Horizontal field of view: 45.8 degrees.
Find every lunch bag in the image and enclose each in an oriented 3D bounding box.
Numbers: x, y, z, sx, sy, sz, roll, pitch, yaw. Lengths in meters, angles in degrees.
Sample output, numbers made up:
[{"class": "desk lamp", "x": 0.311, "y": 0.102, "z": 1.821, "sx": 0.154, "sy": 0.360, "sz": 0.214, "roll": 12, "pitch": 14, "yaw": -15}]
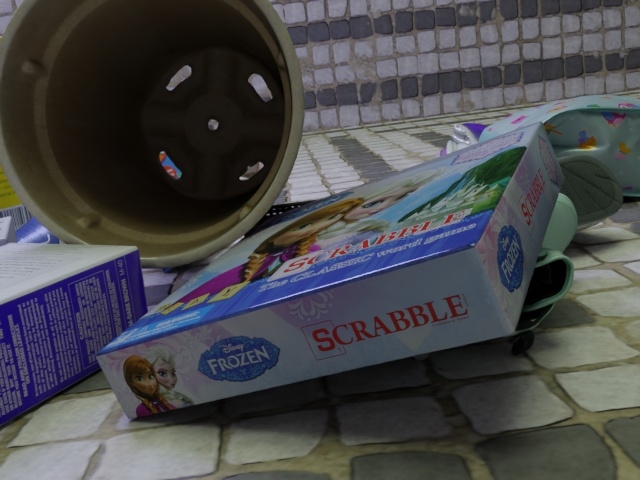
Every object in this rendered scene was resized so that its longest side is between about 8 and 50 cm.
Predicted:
[{"class": "lunch bag", "x": 0.400, "y": -0.147, "z": 1.195, "sx": 0.262, "sy": 0.160, "sz": 0.223, "roll": -2, "pitch": 13, "yaw": -4}]

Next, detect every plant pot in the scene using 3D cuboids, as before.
[{"class": "plant pot", "x": -0.162, "y": -0.149, "z": 0.921, "sx": 0.334, "sy": 0.334, "sz": 0.305, "roll": -5, "pitch": 4, "yaw": 8}]

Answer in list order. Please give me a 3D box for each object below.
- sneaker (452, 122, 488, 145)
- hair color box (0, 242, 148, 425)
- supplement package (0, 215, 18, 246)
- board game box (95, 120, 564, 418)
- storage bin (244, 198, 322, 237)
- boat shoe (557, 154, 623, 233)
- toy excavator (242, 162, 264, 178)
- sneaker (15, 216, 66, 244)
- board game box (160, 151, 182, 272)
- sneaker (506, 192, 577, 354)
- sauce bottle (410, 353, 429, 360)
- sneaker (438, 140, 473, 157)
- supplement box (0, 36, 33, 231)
[{"class": "sneaker", "x": 0.357, "y": -0.168, "z": 1.461, "sx": 0.146, "sy": 0.102, "sz": 0.293, "roll": -5, "pitch": 17, "yaw": -11}, {"class": "hair color box", "x": -0.326, "y": 0.093, "z": 0.654, "sx": 0.185, "sy": 0.110, "sz": 0.339, "roll": 1, "pitch": 13, "yaw": 27}, {"class": "supplement package", "x": -0.428, "y": 0.040, "z": 0.938, "sx": 0.105, "sy": 0.105, "sz": 0.179, "roll": -11, "pitch": 14, "yaw": -19}, {"class": "board game box", "x": 0.028, "y": 0.014, "z": 0.644, "sx": 0.319, "sy": 0.066, "sz": 0.318, "roll": -18, "pitch": 13, "yaw": 28}, {"class": "storage bin", "x": 0.000, "y": 0.000, "z": 0.932, "sx": 0.180, "sy": 0.084, "sz": 0.122, "roll": -8, "pitch": 13, "yaw": -1}, {"class": "boat shoe", "x": 0.205, "y": -0.021, "z": 0.893, "sx": 0.320, "sy": 0.118, "sz": 0.103, "roll": -16, "pitch": -21, "yaw": -23}, {"class": "toy excavator", "x": -0.363, "y": -0.163, "z": 1.665, "sx": 0.445, "sy": 0.222, "sz": 0.433, "roll": 9, "pitch": 15, "yaw": 6}, {"class": "sneaker", "x": -0.370, "y": -0.087, "z": 1.212, "sx": 0.315, "sy": 0.182, "sz": 0.127, "roll": -30, "pitch": 27, "yaw": -33}, {"class": "board game box", "x": -0.239, "y": -0.070, "z": 1.099, "sx": 0.047, "sy": 0.210, "sz": 0.160, "roll": -36, "pitch": 3, "yaw": 21}, {"class": "sneaker", "x": 0.194, "y": 0.023, "z": 0.696, "sx": 0.256, "sy": 0.094, "sz": 0.151, "roll": -27, "pitch": 16, "yaw": -31}, {"class": "sauce bottle", "x": 0.043, "y": 0.077, "z": 0.663, "sx": 0.042, "sy": 0.042, "sz": 0.128, "roll": -17, "pitch": 15, "yaw": -38}, {"class": "sneaker", "x": 0.245, "y": -0.072, "z": 1.119, "sx": 0.152, "sy": 0.114, "sz": 0.305, "roll": 7, "pitch": 17, "yaw": 0}, {"class": "supplement box", "x": -0.562, "y": -0.148, "z": 1.267, "sx": 0.194, "sy": 0.356, "sz": 0.195, "roll": 2, "pitch": 16, "yaw": 34}]
